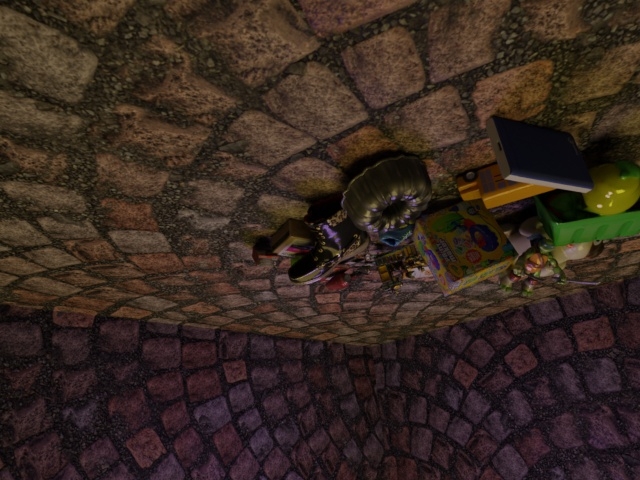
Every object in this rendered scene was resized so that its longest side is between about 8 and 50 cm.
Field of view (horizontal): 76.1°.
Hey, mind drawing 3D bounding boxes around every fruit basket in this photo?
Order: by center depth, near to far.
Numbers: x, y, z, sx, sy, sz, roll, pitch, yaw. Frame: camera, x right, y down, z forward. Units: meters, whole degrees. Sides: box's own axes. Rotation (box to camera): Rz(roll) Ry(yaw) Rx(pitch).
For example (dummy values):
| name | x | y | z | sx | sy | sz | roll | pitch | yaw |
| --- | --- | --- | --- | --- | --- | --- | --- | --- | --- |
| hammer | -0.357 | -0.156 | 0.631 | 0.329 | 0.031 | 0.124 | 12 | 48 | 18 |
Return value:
| name | x | y | z | sx | sy | sz | roll | pitch | yaw |
| --- | --- | --- | --- | --- | --- | --- | --- | --- | --- |
| fruit basket | 0.976 | -0.167 | 1.439 | 0.393 | 0.282 | 0.392 | 0 | 133 | 0 |

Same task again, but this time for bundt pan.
| name | x | y | z | sx | sy | sz | roll | pitch | yaw |
| --- | --- | --- | --- | --- | --- | --- | --- | --- | --- |
| bundt pan | 0.243 | -0.137 | 1.423 | 0.331 | 0.124 | 0.330 | -16 | 151 | -9 |

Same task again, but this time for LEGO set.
| name | x | y | z | sx | sy | sz | roll | pitch | yaw |
| --- | --- | --- | --- | --- | --- | --- | --- | --- | --- |
| LEGO set | 0.405 | 0.166 | 2.017 | 0.255 | 0.192 | 0.331 | -18 | 163 | 4 |
| LEGO set | 0.244 | 0.089 | 2.104 | 0.183 | 0.060 | 0.244 | 9 | 159 | -38 |

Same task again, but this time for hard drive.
| name | x | y | z | sx | sy | sz | roll | pitch | yaw |
| --- | --- | --- | --- | --- | --- | --- | --- | --- | --- |
| hard drive | 0.662 | -0.258 | 1.235 | 0.319 | 0.210 | 0.040 | 5 | 152 | -20 |

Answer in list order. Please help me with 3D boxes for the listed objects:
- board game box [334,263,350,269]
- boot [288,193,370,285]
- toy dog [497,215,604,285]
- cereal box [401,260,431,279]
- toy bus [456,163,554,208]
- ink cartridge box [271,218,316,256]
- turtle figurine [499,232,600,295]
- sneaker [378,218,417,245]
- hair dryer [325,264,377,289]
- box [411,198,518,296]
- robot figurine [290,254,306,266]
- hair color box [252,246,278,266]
| name | x | y | z | sx | sy | sz | roll | pitch | yaw |
| --- | --- | --- | --- | --- | --- | --- | --- | --- | --- |
| board game box | 0.038 | 0.175 | 2.209 | 0.145 | 0.027 | 0.281 | 4 | 160 | -19 |
| boot | 0.000 | 0.000 | 1.614 | 0.378 | 0.138 | 0.284 | -28 | 137 | 0 |
| toy dog | 0.980 | 0.018 | 1.762 | 0.396 | 0.284 | 0.408 | -10 | 171 | -45 |
| cereal box | 0.580 | 0.160 | 2.282 | 0.240 | 0.047 | 0.173 | -7 | 154 | 5 |
| toy bus | 0.661 | -0.208 | 1.433 | 0.333 | 0.130 | 0.108 | -18 | 151 | 25 |
| ink cartridge box | -0.073 | 0.002 | 1.795 | 0.235 | 0.088 | 0.193 | 9 | 150 | -29 |
| turtle figurine | 0.814 | 0.140 | 1.549 | 0.198 | 0.274 | 0.266 | -16 | 147 | -20 |
| sneaker | 0.345 | -0.027 | 1.760 | 0.240 | 0.126 | 0.091 | 2 | 154 | -13 |
| hair dryer | 0.160 | 0.208 | 2.181 | 0.294 | 0.080 | 0.224 | -18 | 166 | 14 |
| box | 0.564 | 0.023 | 1.637 | 0.279 | 0.289 | 0.177 | -22 | 155 | -5 |
| robot figurine | -0.073 | 0.097 | 1.807 | 0.115 | 0.067 | 0.101 | -2 | 165 | 6 |
| hair color box | -0.251 | 0.073 | 1.852 | 0.093 | 0.053 | 0.167 | 5 | -169 | -19 |
